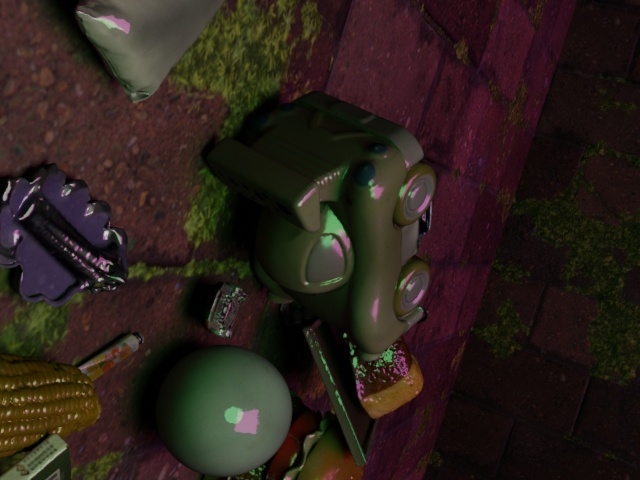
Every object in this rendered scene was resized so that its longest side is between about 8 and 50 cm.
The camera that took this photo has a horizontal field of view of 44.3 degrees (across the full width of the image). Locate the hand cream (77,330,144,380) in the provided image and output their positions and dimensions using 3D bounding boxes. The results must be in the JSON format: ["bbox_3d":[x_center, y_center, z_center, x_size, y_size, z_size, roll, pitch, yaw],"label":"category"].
[{"bbox_3d":[-0.240,0.134,0.885,0.102,0.022,0.035,-37,148,-48],"label":"hand cream"}]

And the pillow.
[{"bbox_3d":[-0.136,-0.262,0.734,0.254,0.078,0.144,-63,156,-18],"label":"pillow"}]

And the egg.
[{"bbox_3d":[-0.123,0.222,1.030,0.168,0.168,0.231,-68,161,-8],"label":"egg"}]

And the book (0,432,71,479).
[{"bbox_3d":[-0.330,0.305,0.689,0.264,0.027,0.202,-40,160,-39],"label":"book"}]

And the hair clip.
[{"bbox_3d":[-0.242,0.004,0.744,0.124,0.052,0.195,-70,153,-19],"label":"hair clip"}]

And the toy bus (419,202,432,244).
[{"bbox_3d":[0.083,-0.042,1.319,0.256,0.147,0.128,-28,121,-55],"label":"toy bus"}]

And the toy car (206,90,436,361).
[{"bbox_3d":[0.000,0.000,1.048,0.226,0.242,0.336,-34,139,-35],"label":"toy car"}]

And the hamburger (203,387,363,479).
[{"bbox_3d":[-0.045,0.391,1.284,0.274,0.212,0.274,-49,149,-43],"label":"hamburger"}]

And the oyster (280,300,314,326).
[{"bbox_3d":[-0.036,0.087,1.317,0.100,0.037,0.098,-34,122,-28],"label":"oyster"}]

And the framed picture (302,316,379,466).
[{"bbox_3d":[0.044,0.227,1.338,0.315,0.024,0.232,-13,81,-80],"label":"framed picture"}]

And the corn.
[{"bbox_3d":[-0.287,0.148,0.694,0.097,0.097,0.261,-70,160,-3],"label":"corn"}]

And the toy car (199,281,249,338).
[{"bbox_3d":[-0.132,0.092,1.053,0.142,0.055,0.069,96,13,-82],"label":"toy car"}]

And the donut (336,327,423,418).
[{"bbox_3d":[0.095,0.185,1.300,0.151,0.112,0.295,-100,166,-63],"label":"donut"}]
